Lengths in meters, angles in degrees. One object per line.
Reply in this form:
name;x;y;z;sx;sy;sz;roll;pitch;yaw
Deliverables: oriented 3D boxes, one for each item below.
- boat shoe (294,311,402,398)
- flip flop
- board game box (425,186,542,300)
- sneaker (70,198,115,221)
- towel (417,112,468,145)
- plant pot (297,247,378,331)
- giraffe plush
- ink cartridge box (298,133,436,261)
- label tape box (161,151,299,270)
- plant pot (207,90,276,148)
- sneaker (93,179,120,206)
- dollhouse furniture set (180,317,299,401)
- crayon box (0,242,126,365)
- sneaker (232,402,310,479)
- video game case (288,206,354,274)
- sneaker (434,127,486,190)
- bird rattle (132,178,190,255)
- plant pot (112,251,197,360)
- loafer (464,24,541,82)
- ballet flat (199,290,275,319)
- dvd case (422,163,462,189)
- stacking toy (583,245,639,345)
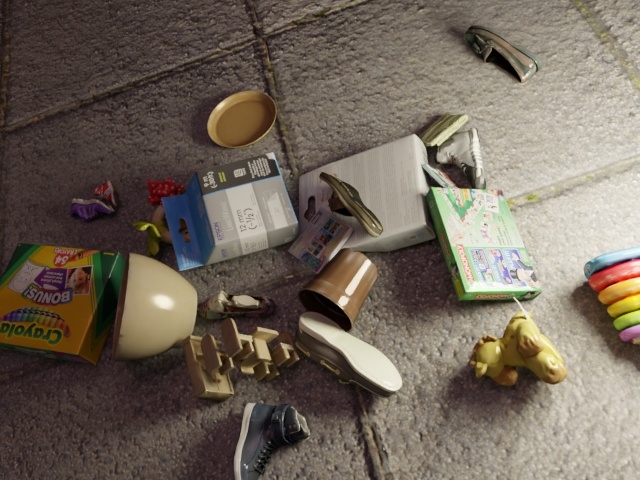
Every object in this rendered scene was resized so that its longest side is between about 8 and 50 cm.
boat shoe;0.062;0.293;1.666;0.305;0.091;0.109;34;29;24
flip flop;0.069;-0.092;1.827;0.080;0.112;0.277;-50;52;18
board game box;0.405;0.003;1.709;0.214;0.046;0.317;1;55;-17
sneaker;-0.723;-0.091;2.156;0.170;0.068;0.071;3;76;28
towel;0.347;-0.320;1.960;0.148;0.027;0.110;-39;25;-14
plant pot;0.057;0.120;1.740;0.167;0.167;0.165;24;61;27
giraffe plush;0.433;0.262;1.548;0.170;0.181;0.210;-38;65;18
ink cartridge box;0.122;-0.101;1.914;0.385;0.091;0.308;-18;55;26
label tape box;-0.261;-0.084;1.916;0.348;0.115;0.249;-14;64;-10
plant pot;-0.252;-0.387;2.205;0.236;0.032;0.236;-8;57;12
sneaker;-0.687;-0.140;2.176;0.067;0.042;0.118;-26;48;-5
dollhouse furniture set;-0.218;0.270;1.695;0.242;0.212;0.161;-39;54;24
crayon box;-0.770;0.177;1.969;0.363;0.106;0.313;4;61;19
sneaker;-0.113;0.491;1.599;0.163;0.086;0.226;-4;58;17
video game case;0.000;0.000;1.867;0.143;0.019;0.157;35;88;43
sneaker;0.386;-0.212;1.890;0.132;0.086;0.228;-10;47;16
bird rattle;-0.441;-0.067;2.042;0.207;0.143;0.253;11;50;9
plant pot;-0.434;0.184;1.800;0.191;0.284;0.284;9;56;-20
loafer;0.533;-0.564;2.048;0.267;0.096;0.084;38;81;29
ballet flat;-0.233;0.170;1.833;0.222;0.079;0.076;-1;60;16
dvd case;0.336;-0.168;1.854;0.013;0.119;0.087;-51;55;19
stacking toy;0.722;0.171;1.530;0.166;0.175;0.301;-14;71;8
